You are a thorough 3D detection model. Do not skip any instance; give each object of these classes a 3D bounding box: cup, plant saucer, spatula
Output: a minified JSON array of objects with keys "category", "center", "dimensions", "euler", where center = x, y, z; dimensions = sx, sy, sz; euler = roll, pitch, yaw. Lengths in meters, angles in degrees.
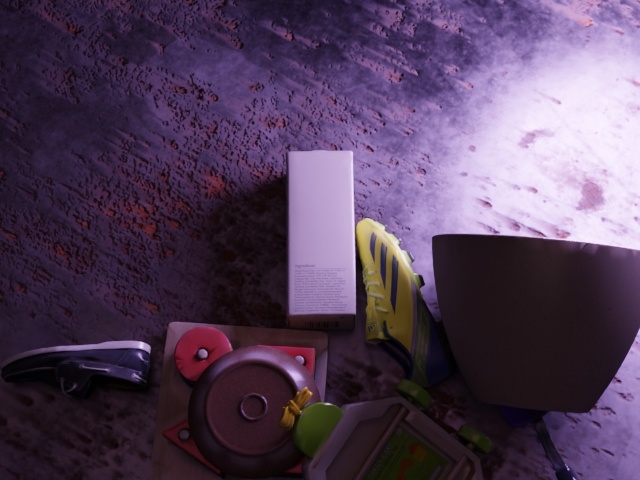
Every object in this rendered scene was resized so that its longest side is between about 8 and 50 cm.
[{"category":"cup","center":[0.315,0.125,1.800],"dimensions":[0.331,0.331,0.237],"euler":[6,86,4]},{"category":"plant saucer","center":[-0.097,0.247,1.804],"dimensions":[0.198,0.036,0.199],"euler":[0,71,1]},{"category":"spatula","center":[0.352,0.320,1.852],"dimensions":[0.084,0.030,0.296],"euler":[-25,68,-9]}]

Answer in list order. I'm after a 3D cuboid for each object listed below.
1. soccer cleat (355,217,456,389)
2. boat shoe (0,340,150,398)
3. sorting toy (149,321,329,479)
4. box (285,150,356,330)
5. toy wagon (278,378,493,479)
[{"category":"soccer cleat","center":[0.109,0.098,1.914],"dimensions":[0.121,0.093,0.289],"euler":[-25,73,-4]},{"category":"boat shoe","center":[-0.378,0.203,1.898],"dimensions":[0.233,0.084,0.079],"euler":[-3,71,-2]},{"category":"sorting toy","center":[-0.124,0.249,1.871],"dimensions":[0.255,0.089,0.257],"euler":[3,72,3]},{"category":"box","center":[0.000,0.000,1.949],"dimensions":[0.113,0.094,0.275],"euler":[0,71,2]},{"category":"toy wagon","center":[0.082,0.333,1.787],"dimensions":[0.344,0.068,0.267],"euler":[38,75,-9]}]
